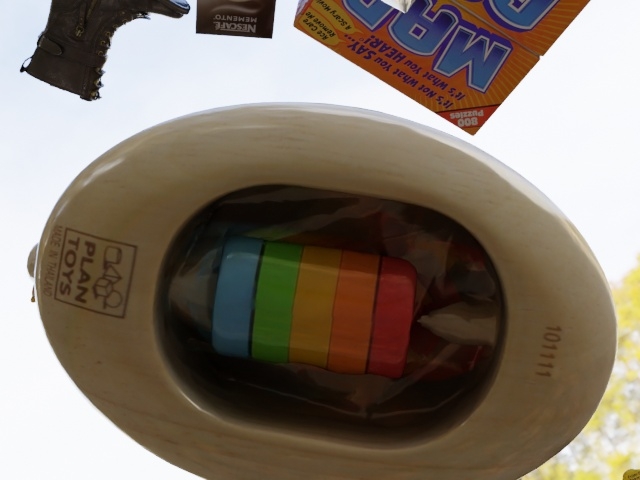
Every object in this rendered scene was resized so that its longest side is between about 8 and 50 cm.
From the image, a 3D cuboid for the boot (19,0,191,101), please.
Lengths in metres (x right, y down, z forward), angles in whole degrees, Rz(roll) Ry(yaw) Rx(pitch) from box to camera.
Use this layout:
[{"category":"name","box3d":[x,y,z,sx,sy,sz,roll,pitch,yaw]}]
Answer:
[{"category":"boot","box3d":[-0.369,-0.347,1.894,0.263,0.091,0.229,16,-68,-2]}]

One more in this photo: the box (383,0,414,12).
[{"category":"box","box3d":[0.062,-0.392,1.408,0.091,0.170,0.130,-56,-13,-14]}]

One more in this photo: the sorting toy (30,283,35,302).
[{"category":"sorting toy","box3d":[-0.482,0.113,2.019,0.045,0.075,0.083,-61,-19,3]}]

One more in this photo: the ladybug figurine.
[{"category":"ladybug figurine","box3d":[-0.002,0.045,0.865,0.449,0.305,0.162,12,7,3]}]

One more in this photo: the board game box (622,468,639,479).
[{"category":"board game box","box3d":[0.378,0.362,1.122,0.124,0.259,0.039,-2,-18,8]}]

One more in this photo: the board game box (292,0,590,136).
[{"category":"board game box","box3d":[0.210,-0.468,1.809,0.356,0.356,0.356,29,-57,-15]}]

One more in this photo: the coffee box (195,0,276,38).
[{"category":"coffee box","box3d":[-0.135,-0.467,1.851,0.141,0.098,0.246,3,-42,-5]}]

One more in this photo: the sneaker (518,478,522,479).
[{"category":"sneaker","box3d":[0.207,0.278,1.355,0.089,0.170,0.051,16,-11,-16]}]
